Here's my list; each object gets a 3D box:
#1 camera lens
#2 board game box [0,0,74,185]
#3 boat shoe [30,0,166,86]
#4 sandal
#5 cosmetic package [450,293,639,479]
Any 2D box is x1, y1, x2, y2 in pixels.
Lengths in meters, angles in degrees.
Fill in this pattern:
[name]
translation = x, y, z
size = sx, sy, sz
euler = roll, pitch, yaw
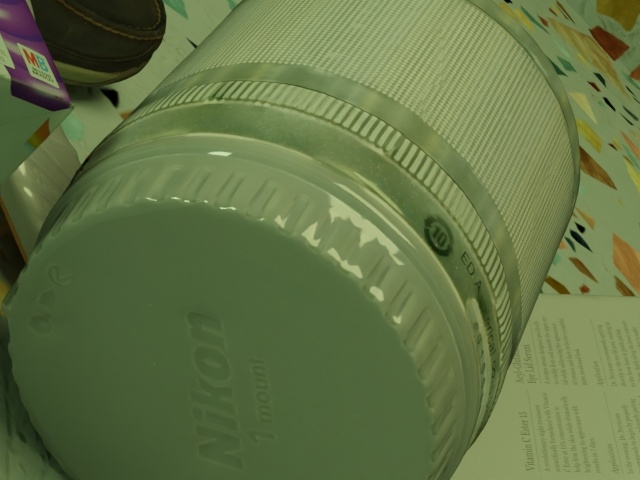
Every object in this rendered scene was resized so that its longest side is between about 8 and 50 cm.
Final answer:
[camera lens]
translation = 0.000, 0.000, 0.754
size = 0.219, 0.219, 0.274
euler = 44, 36, -8
[board game box]
translation = -0.243, -0.130, 0.677
size = 0.142, 0.144, 0.275
euler = 20, 35, -51
[boat shoe]
translation = -0.215, -0.212, 0.887
size = 0.355, 0.130, 0.132
euler = 30, 28, -37
[sandal]
translation = -0.189, -0.080, 0.798
size = 0.102, 0.076, 0.265
euler = -5, 76, -75
[cosmetic package]
translation = 0.158, 0.158, 0.789
size = 0.284, 0.097, 0.377
euler = 4, 29, 0
